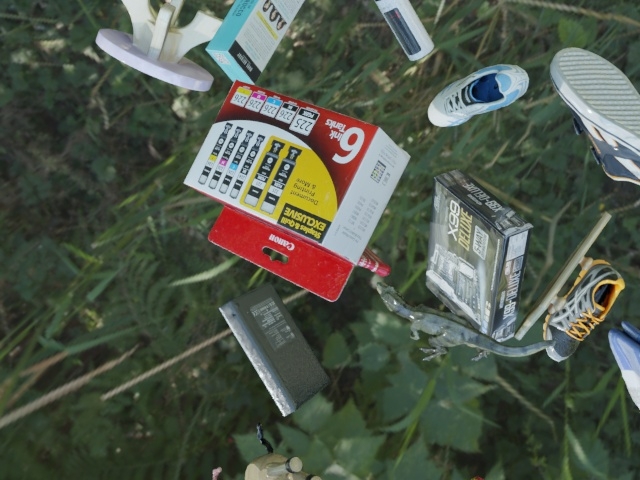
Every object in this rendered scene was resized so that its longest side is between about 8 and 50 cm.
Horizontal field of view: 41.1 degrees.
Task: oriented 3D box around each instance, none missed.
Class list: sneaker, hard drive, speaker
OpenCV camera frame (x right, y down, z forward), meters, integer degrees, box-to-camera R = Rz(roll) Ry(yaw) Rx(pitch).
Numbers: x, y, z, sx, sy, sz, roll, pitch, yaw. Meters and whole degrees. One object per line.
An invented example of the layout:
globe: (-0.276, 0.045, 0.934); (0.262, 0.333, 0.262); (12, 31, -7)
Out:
sneaker: (0.277, -0.270, 1.592); (0.237, 0.086, 0.085); (-17, 83, 53)
hard drive: (-0.047, 0.116, 0.936); (0.022, 0.094, 0.135); (-34, 85, 26)
sneaker: (0.504, 0.139, 1.638); (0.084, 0.083, 0.214); (25, 97, -20)
speaker: (0.156, -0.404, 1.584); (0.055, 0.055, 0.136); (-13, 124, 39)
sneaker: (0.517, -0.197, 1.505); (0.321, 0.126, 0.127); (47, 155, 17)

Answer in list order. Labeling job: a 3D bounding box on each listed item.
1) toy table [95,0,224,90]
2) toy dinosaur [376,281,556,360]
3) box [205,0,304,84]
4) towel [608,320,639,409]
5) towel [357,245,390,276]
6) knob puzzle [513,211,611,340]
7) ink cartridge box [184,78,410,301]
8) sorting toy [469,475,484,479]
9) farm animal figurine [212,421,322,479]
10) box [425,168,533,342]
toy table: (-0.353, -0.470, 1.939); (0.274, 0.252, 0.160); (17, 114, -21)
toy dinosaur: (0.200, 0.139, 1.245); (0.268, 0.064, 0.118); (17, 153, 17)
box: (-0.114, -0.426, 1.630); (0.060, 0.244, 0.100); (16, 159, 37)
towel: (0.419, 0.245, 0.967); (0.034, 0.209, 0.285); (-25, 105, 0)
towel: (0.000, 0.000, 1.772); (0.275, 0.199, 0.031); (20, 98, -18)
knob puzzle: (0.328, 0.069, 1.174); (0.030, 0.213, 0.213); (36, 136, 12)
ink cartridge box: (-0.057, -0.085, 1.403); (0.310, 0.271, 0.130); (23, 176, 34)
sorting toy: (0.254, 0.478, 1.379); (0.132, 0.046, 0.274); (56, 154, 25)
farm animal figurine: (-0.106, 0.436, 0.991); (0.172, 0.330, 0.326); (-21, 102, 55)
box: (0.329, 0.036, 1.823); (0.242, 0.077, 0.307); (48, 149, 43)
